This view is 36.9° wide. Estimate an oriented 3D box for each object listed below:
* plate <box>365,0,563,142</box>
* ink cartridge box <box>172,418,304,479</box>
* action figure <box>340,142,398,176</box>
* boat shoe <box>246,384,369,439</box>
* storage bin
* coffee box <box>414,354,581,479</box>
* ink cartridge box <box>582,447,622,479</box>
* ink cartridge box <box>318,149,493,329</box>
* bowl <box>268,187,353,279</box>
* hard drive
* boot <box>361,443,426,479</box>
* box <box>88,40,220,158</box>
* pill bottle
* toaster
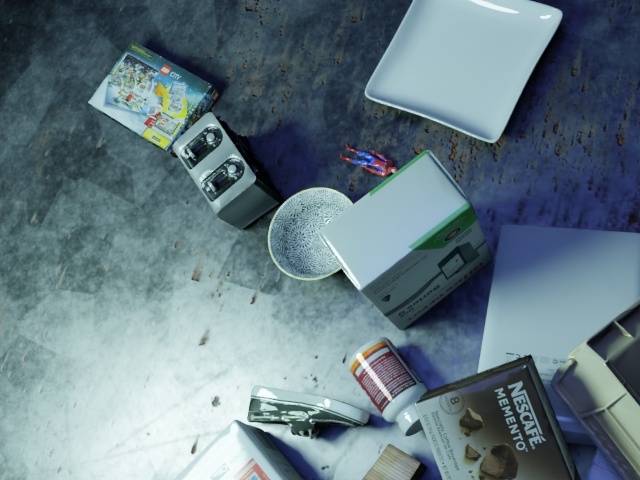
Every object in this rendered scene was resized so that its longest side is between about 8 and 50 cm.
[{"bbox_3d":[0.259,-0.330,1.738,0.278,0.045,0.277,24,81,25],"label":"plate"},{"bbox_3d":[-0.144,0.497,1.530,0.309,0.130,0.272,-44,63,1],"label":"ink cartridge box"},{"bbox_3d":[0.091,-0.143,1.739,0.115,0.030,0.038,23,75,23],"label":"action figure"},{"bbox_3d":[-0.022,0.294,1.596,0.219,0.078,0.070,4,72,29],"label":"boat shoe"},{"bbox_3d":[0.495,0.204,1.317,0.262,0.123,0.260,-29,75,-30],"label":"storage bin"},{"bbox_3d":[0.264,0.326,1.312,0.168,0.119,0.297,-22,83,14],"label":"coffee box"},{"bbox_3d":[0.440,0.349,1.401,0.089,0.092,0.143,23,80,25],"label":"ink cartridge box"},{"bbox_3d":[0.146,0.010,1.519,0.211,0.289,0.122,-38,66,3],"label":"ink cartridge box"},{"bbox_3d":[0.000,0.000,1.689,0.170,0.080,0.170,-7,68,17],"label":"bowl"},{"bbox_3d":[0.371,0.136,1.469,0.232,0.047,0.353,5,57,17],"label":"hard drive"},{"bbox_3d":[0.155,0.467,1.449,0.283,0.109,0.220,27,83,24],"label":"boot"},{"bbox_3d":[-0.336,-0.286,1.930,0.233,0.044,0.159,32,84,26],"label":"box"},{"bbox_3d":[0.119,0.238,1.557,0.086,0.086,0.152,-39,63,2],"label":"pill bottle"},{"bbox_3d":[-0.165,-0.124,1.748,0.110,0.185,0.168,-36,71,7],"label":"toaster"}]
